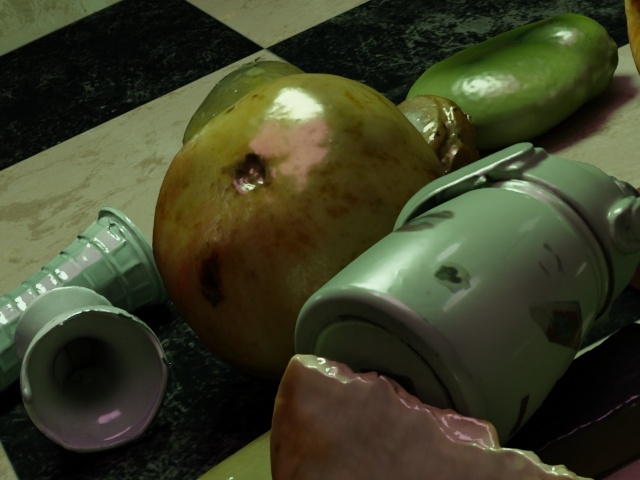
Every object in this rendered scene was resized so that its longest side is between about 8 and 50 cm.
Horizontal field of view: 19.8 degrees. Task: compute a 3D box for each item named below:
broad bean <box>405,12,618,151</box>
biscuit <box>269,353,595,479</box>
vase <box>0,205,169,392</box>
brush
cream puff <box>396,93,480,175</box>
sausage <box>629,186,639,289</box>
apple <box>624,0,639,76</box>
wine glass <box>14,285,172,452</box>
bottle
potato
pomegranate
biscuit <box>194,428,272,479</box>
[{"bbox_3d":[0.247,-0.202,2.372,0.291,0.119,0.238,-21,24,2],"label":"broad bean"},{"bbox_3d":[0.076,0.227,1.508,0.309,0.205,0.040,22,11,34],"label":"biscuit"},{"bbox_3d":[-0.341,0.094,2.212,0.299,0.143,0.143,-34,26,-22],"label":"vase"},{"bbox_3d":[0.247,0.154,1.677,0.197,0.059,0.123,-28,22,-11],"label":"brush"},{"bbox_3d":[0.128,-0.097,2.243,0.150,0.115,0.165,18,66,50],"label":"cream puff"},{"bbox_3d":[0.412,-0.047,1.917,0.259,0.114,0.113,-31,25,-19],"label":"sausage"},{"bbox_3d":[0.508,-0.285,2.133,0.275,0.299,0.299,-4,17,-21],"label":"apple"},{"bbox_3d":[-0.265,0.135,2.038,0.165,0.165,0.196,-27,17,-13],"label":"wine glass"},{"bbox_3d":[0.151,0.044,1.675,0.229,0.229,0.351,3,33,43],"label":"bottle"},{"bbox_3d":[-0.095,-0.158,2.539,0.191,0.141,0.296,-19,26,11],"label":"potato"},{"bbox_3d":[0.000,0.000,1.948,0.342,0.343,0.342,-18,24,8],"label":"pomegranate"},{"bbox_3d":[-0.031,0.245,1.700,0.290,0.062,0.237,-30,22,-29],"label":"biscuit"}]
